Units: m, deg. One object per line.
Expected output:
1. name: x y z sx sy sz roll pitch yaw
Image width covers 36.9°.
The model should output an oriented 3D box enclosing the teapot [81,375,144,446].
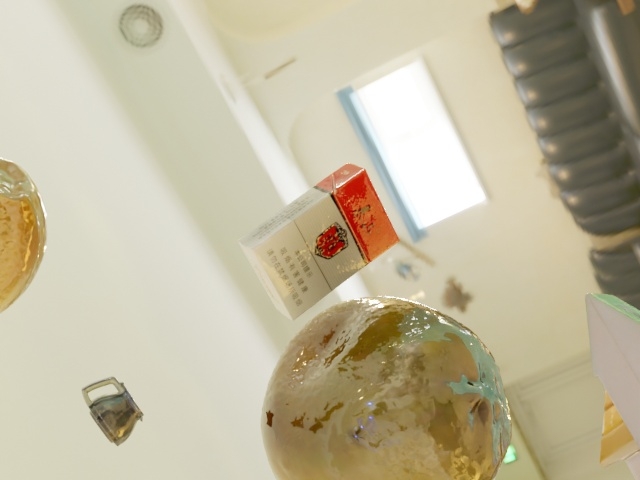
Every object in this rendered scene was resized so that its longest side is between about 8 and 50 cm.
1. teapot: -0.264 0.213 1.220 0.088 0.057 0.066 57 164 -10

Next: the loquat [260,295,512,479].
1. loquat: 0.078 0.198 1.066 0.276 0.284 0.276 16 -115 -40

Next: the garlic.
1. garlic: -0.375 0.013 0.921 0.145 0.245 0.164 59 174 31

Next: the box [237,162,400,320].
1. box: 0.000 0.000 1.021 0.048 0.152 0.100 34 156 56

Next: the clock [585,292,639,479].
1. clock: 0.336 0.166 0.758 0.235 0.166 0.309 7 -132 -41
